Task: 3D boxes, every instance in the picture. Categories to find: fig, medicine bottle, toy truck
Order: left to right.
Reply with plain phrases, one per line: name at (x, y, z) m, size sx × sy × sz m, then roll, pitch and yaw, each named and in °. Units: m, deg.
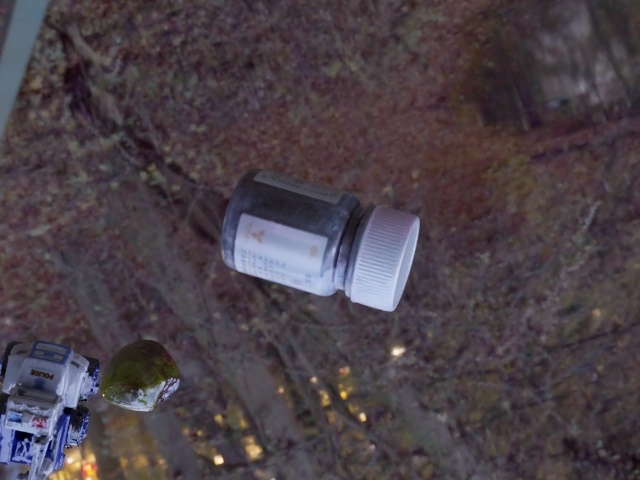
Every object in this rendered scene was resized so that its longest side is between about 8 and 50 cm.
toy truck at (-0.454, 0.275, 1.485) m, size 0.161 × 0.213 × 0.177 m, roll 13°, pitch -162°, yaw -6°
fig at (-0.382, 0.286, 1.940) m, size 0.166 × 0.154 × 0.144 m, roll -14°, pitch 152°, yaw 7°
medicine bottle at (0.000, 0.000, 1.402) m, size 0.273 × 0.165 × 0.165 m, roll 17°, pitch 178°, yaw 11°
